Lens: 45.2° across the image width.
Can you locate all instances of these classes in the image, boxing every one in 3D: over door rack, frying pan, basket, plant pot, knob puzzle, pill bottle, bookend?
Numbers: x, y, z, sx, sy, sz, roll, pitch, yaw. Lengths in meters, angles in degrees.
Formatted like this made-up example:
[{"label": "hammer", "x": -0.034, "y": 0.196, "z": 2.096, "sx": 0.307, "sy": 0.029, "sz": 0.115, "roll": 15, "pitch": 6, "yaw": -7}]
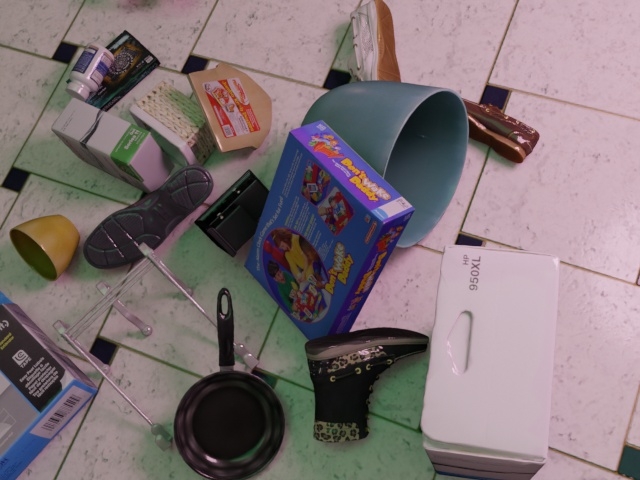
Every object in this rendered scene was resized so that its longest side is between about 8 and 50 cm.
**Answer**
[{"label": "over door rack", "x": -0.310, "y": 0.200, "z": 1.459, "sx": 0.239, "sy": 0.108, "sz": 0.324, "roll": -44, "pitch": 82, "yaw": -7}, {"label": "frying pan", "x": -0.189, "y": 0.270, "z": 1.368, "sx": 0.197, "sy": 0.053, "sz": 0.326, "roll": -25, "pitch": 91, "yaw": -9}, {"label": "basket", "x": -0.300, "y": -0.241, "z": 1.616, "sx": 0.167, "sy": 0.113, "sz": 0.103, "roll": 38, "pitch": 76, "yaw": 21}, {"label": "plant pot", "x": 0.099, "y": -0.164, "z": 1.423, "sx": 0.235, "sy": 0.293, "sz": 0.293, "roll": 24, "pitch": 75, "yaw": 32}, {"label": "knob puzzle", "x": -0.176, "y": -0.274, "z": 1.592, "sx": 0.030, "sy": 0.213, "sz": 0.213, "roll": -24, "pitch": 60, "yaw": 43}, {"label": "pill bottle", "x": -0.513, "y": -0.371, "z": 1.701, "sx": 0.067, "sy": 0.067, "sz": 0.120, "roll": 20, "pitch": 74, "yaw": 17}, {"label": "plant pot", "x": -0.550, "y": 0.002, "z": 1.571, "sx": 0.134, "sy": 0.134, "sz": 0.095, "roll": 30, "pitch": 53, "yaw": 20}, {"label": "bookend", "x": -0.154, "y": -0.056, "z": 1.486, "sx": 0.156, "sy": 0.157, "sz": 0.072, "roll": -45, "pitch": 108, "yaw": -7}]

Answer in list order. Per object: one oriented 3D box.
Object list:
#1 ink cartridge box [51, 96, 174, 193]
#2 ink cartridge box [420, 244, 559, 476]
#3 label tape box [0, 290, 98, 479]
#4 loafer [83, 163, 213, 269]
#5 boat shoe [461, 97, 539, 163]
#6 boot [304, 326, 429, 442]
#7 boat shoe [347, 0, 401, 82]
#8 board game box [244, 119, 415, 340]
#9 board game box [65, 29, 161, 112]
[{"label": "ink cartridge box", "x": -0.430, "y": -0.194, "z": 1.599, "sx": 0.208, "sy": 0.153, "sz": 0.087, "roll": 25, "pitch": 75, "yaw": 18}, {"label": "ink cartridge box", "x": 0.258, "y": 0.208, "z": 1.177, "sx": 0.166, "sy": 0.395, "sz": 0.286, "roll": 5, "pitch": 70, "yaw": 13}, {"label": "label tape box", "x": -0.642, "y": 0.263, "z": 1.484, "sx": 0.347, "sy": 0.115, "sz": 0.249, "roll": 38, "pitch": 80, "yaw": 20}, {"label": "loafer", "x": -0.343, "y": -0.045, "z": 1.573, "sx": 0.302, "sy": 0.095, "sz": 0.109, "roll": -36, "pitch": 97, "yaw": 1}, {"label": "boat shoe", "x": 0.330, "y": -0.231, "z": 1.514, "sx": 0.207, "sy": 0.073, "sz": 0.073, "roll": 35, "pitch": 77, "yaw": 14}, {"label": "boot", "x": 0.084, "y": 0.252, "z": 1.364, "sx": 0.236, "sy": 0.085, "sz": 0.179, "roll": -4, "pitch": 97, "yaw": -24}, {"label": "boat shoe", "x": 0.104, "y": -0.365, "z": 1.603, "sx": 0.096, "sy": 0.098, "sz": 0.277, "roll": -13, "pitch": 69, "yaw": 31}, {"label": "board game box", "x": 0.000, "y": 0.000, "z": 1.345, "sx": 0.078, "sy": 0.347, "sz": 0.233, "roll": -25, "pitch": 61, "yaw": -38}, {"label": "board game box", "x": -0.472, "y": -0.382, "z": 1.748, "sx": 0.186, "sy": 0.026, "sz": 0.126, "roll": -43, "pitch": 67, "yaw": -7}]
